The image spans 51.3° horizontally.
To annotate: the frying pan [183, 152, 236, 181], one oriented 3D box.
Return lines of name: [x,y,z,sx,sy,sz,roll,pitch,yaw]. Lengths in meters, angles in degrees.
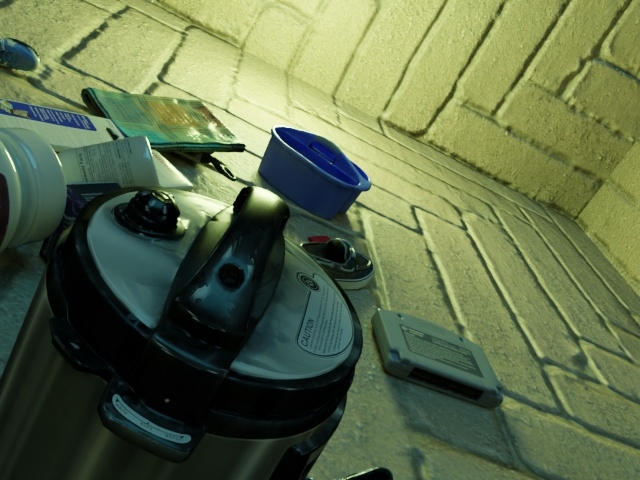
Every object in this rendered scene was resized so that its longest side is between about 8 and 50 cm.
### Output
frying pan: [-0.317,-0.251,1.813,0.326,0.053,0.197,37,26,12]

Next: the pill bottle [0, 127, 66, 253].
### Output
pill bottle: [-0.569,-0.058,0.917,0.224,0.224,0.392,38,24,17]

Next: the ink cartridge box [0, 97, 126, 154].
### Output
ink cartridge box: [-0.592,-0.227,1.426,0.370,0.069,0.176,1,36,-45]

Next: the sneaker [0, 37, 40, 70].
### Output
sneaker: [-0.805,-0.466,1.650,0.211,0.080,0.081,17,32,-7]

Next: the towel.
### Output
towel: [-0.406,-0.315,1.753,0.370,0.040,0.271,-7,43,-45]

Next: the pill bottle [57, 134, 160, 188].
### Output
pill bottle: [-0.418,-0.108,1.219,0.229,0.131,0.131,-14,40,-15]

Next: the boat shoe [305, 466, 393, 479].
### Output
boat shoe: [0.008,0.367,0.922,0.109,0.089,0.258,41,25,22]

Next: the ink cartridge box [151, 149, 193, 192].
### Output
ink cartridge box: [-0.397,-0.121,1.417,0.148,0.086,0.203,41,25,21]

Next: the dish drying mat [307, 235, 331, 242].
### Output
dish drying mat: [0.000,0.000,1.747,0.032,0.008,0.083,43,25,25]

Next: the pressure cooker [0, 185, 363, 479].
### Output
pressure cooker: [-0.159,0.136,0.770,0.375,0.420,0.370,7,32,-45]

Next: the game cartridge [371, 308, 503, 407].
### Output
game cartridge: [0.254,0.256,1.485,0.297,0.062,0.198,22,21,-19]

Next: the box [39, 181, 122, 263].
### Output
box: [-0.351,0.021,1.109,0.207,0.153,0.108,40,26,24]

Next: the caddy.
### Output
caddy: [-0.013,-0.216,1.948,0.341,0.179,0.241,36,23,13]

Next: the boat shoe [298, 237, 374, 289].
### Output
boat shoe: [0.039,0.045,1.583,0.301,0.102,0.108,4,35,-46]
